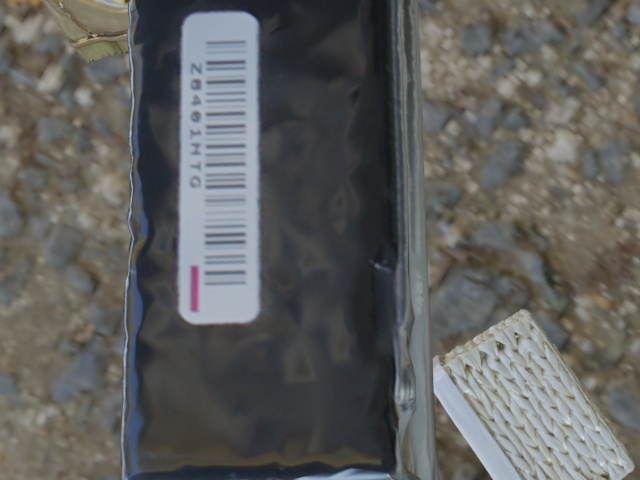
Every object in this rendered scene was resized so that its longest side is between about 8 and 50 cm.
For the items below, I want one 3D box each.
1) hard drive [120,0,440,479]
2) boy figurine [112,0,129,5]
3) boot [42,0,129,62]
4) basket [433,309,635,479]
[{"bbox_3d":[0.000,0.000,0.550,0.064,0.339,0.237,-2,67,2],"label":"hard drive"},{"bbox_3d":[-0.056,-0.252,1.367,0.092,0.285,0.177,54,147,13],"label":"boy figurine"},{"bbox_3d":[-0.218,-0.264,1.501,0.236,0.269,0.089,-14,33,53],"label":"boot"},{"bbox_3d":[0.170,0.147,1.583,0.103,0.113,0.167,-34,89,2],"label":"basket"}]
